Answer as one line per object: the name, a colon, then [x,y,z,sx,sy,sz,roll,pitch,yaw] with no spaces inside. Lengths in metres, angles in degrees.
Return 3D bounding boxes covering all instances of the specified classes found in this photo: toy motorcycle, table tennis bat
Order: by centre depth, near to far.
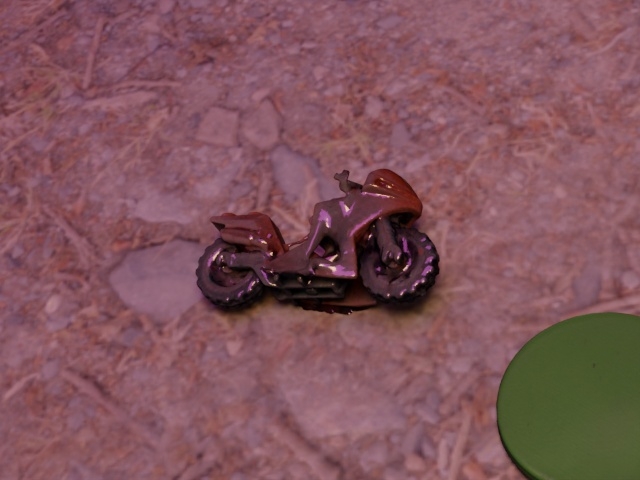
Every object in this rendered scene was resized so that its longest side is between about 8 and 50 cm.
table tennis bat: [0.244,0.142,1.219,0.257,0.039,0.160,30,69,38]
toy motorcycle: [0.000,0.000,1.366,0.212,0.084,0.118,-2,64,22]
